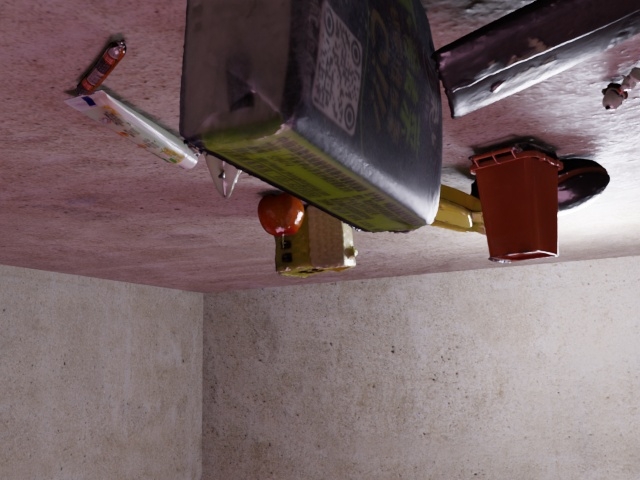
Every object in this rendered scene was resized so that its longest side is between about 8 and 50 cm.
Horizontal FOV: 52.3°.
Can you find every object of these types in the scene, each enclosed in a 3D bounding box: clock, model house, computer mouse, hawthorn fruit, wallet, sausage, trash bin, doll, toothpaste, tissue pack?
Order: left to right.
[{"bbox_3d":[-0.322,-0.250,0.954,0.028,0.025,0.198,23,158,-29],"label":"sausage"},{"bbox_3d":[-0.324,-0.195,1.181,0.056,0.058,0.314,42,-176,25],"label":"toothpaste"},{"bbox_3d":[-0.107,-0.064,1.720,0.125,0.140,0.125,6,-158,-2],"label":"hawthorn fruit"},{"bbox_3d":[0.000,0.000,1.878,0.234,0.193,0.175,-9,166,25],"label":"model house"},{"bbox_3d":[0.021,-0.180,0.673,0.124,0.288,0.394,-3,170,25],"label":"tissue pack"},{"bbox_3d":[0.297,-0.095,1.614,0.293,0.071,0.277,16,170,14],"label":"clock"},{"bbox_3d":[0.413,-0.079,1.378,0.161,0.239,0.184,-12,164,43],"label":"trash bin"},{"bbox_3d":[0.514,-0.114,1.549,0.323,0.116,0.183,-8,162,35],"label":"computer mouse"},{"bbox_3d":[0.293,-0.243,0.764,0.321,0.044,0.170,-25,163,12],"label":"wallet"},{"bbox_3d":[0.485,-0.246,1.049,0.040,0.058,0.085,33,136,5],"label":"doll"}]

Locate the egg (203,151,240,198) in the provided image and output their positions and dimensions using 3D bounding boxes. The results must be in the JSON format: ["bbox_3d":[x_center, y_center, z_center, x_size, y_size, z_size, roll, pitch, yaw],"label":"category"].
[{"bbox_3d":[-0.070,-0.194,0.934,0.271,0.162,0.206,-27,139,-26],"label":"egg"}]
